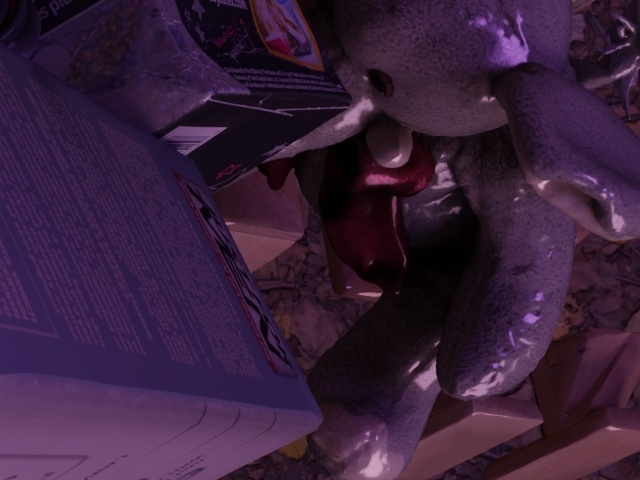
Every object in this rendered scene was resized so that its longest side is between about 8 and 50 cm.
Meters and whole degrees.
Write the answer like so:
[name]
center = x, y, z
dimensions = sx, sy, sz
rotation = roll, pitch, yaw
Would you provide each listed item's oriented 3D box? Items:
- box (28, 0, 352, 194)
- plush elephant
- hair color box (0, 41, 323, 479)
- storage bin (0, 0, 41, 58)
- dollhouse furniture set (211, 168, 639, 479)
[box]
center = -0.143, -0.053, 0.709
dimensions = 0.247, 0.142, 0.163
rotation = -31, 173, 18
[plush elephant]
center = 0.038, -0.071, 0.847
dimensions = 0.330, 0.272, 0.255
rotation = -32, 158, 8
[hair color box]
center = -0.135, 0.039, 0.457
dimensions = 0.185, 0.114, 0.374
rotation = -29, 168, 6
[storage bin]
center = -0.168, -0.085, 0.541
dimensions = 0.135, 0.098, 0.091
rotation = -28, 150, -10
[dollhouse furniture set]
center = 0.000, 0.000, 1.291
dimensions = 0.394, 0.362, 0.256
rotation = 10, 150, -39
